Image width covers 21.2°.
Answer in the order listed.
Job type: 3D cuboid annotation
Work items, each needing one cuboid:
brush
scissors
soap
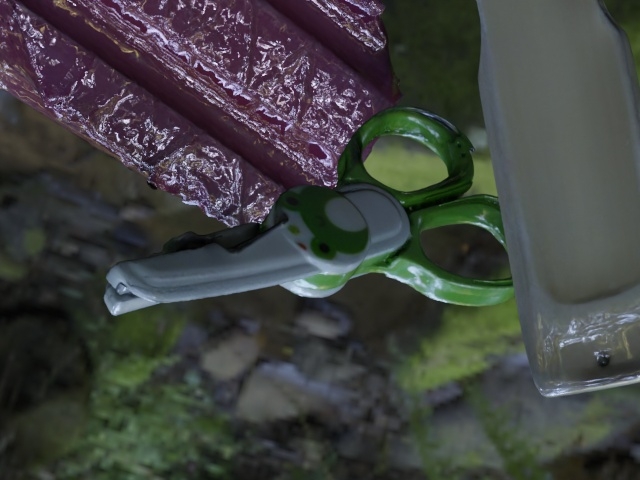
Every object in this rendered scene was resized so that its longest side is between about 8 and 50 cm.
[{"bbox_3d":[0.083,-0.103,0.643,0.060,0.321,0.050,-13,169,21],"label":"brush"},{"bbox_3d":[0.000,0.000,0.698,0.204,0.101,0.027,-17,151,-39],"label":"scissors"},{"bbox_3d":[-0.089,-0.133,0.899,0.289,0.182,0.112,33,176,-30],"label":"soap"}]
